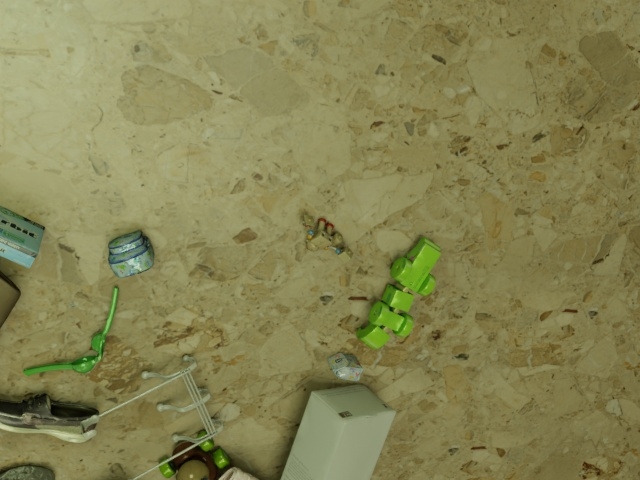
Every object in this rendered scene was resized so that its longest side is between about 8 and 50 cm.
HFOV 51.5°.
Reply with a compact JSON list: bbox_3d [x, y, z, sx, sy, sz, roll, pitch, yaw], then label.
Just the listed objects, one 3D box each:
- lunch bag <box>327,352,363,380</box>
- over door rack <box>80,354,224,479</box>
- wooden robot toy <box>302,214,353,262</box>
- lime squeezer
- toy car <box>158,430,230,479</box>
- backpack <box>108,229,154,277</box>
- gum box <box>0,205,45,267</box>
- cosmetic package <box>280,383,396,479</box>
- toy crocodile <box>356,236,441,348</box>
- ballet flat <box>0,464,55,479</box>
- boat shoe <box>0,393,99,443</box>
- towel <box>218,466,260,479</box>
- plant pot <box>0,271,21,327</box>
[{"bbox_3d":[0.067,0.350,1.844,0.083,0.071,0.053,11,107,-20],"label":"lunch bag"},{"bbox_3d":[-0.430,0.469,1.696,0.324,0.108,0.240,-31,118,-28],"label":"over door rack"},{"bbox_3d":[0.000,0.000,1.710,0.173,0.076,0.079,35,132,-25],"label":"wooden robot toy"},{"bbox_3d":[-0.573,0.253,1.626,0.310,0.059,0.110,-43,86,3],"label":"lime squeezer"},{"bbox_3d":[-0.328,0.633,1.758,0.155,0.188,0.149,-35,114,-2],"label":"toy car"},{"bbox_3d":[-0.444,0.032,1.540,0.105,0.114,0.084,-21,115,-8],"label":"backpack"},{"bbox_3d":[-0.675,-0.021,1.408,0.157,0.184,0.041,29,98,-25],"label":"gum box"},{"bbox_3d":[0.036,0.610,1.853,0.217,0.156,0.385,7,107,-45],"label":"cosmetic package"},{"bbox_3d":[0.215,0.147,1.809,0.115,0.105,0.341,26,96,-24],"label":"toy crocodile"},{"bbox_3d":[-0.808,0.622,1.683,0.249,0.058,0.084,-4,75,-22],"label":"ballet flat"},{"bbox_3d":[-0.684,0.420,1.622,0.285,0.103,0.092,23,96,-27],"label":"boat shoe"},{"bbox_3d":[-0.249,0.814,1.886,0.317,0.053,0.332,-45,131,-2],"label":"towel"},{"bbox_3d":[-0.783,0.148,1.421,0.229,0.263,0.263,-48,117,-15],"label":"plant pot"}]
